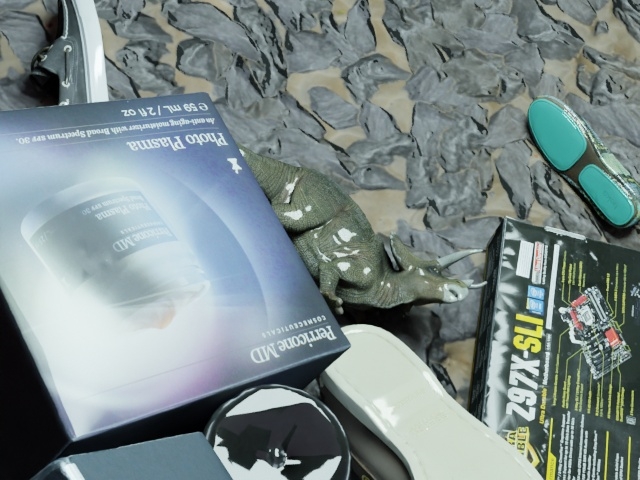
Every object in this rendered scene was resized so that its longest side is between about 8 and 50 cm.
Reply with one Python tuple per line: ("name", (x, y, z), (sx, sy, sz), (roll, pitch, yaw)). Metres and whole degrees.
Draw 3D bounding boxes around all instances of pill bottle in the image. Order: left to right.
("pill bottle", (-0.057, 0.213, 0.932), (0.123, 0.219, 0.122), (7, 62, -12))

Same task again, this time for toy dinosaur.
("toy dinosaur", (0.000, 0.000, 1.137), (0.313, 0.121, 0.160), (40, 49, 12))

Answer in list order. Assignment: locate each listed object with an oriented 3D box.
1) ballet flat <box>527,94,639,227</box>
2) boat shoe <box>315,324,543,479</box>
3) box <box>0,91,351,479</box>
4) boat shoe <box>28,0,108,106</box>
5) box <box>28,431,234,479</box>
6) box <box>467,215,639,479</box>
("ballet flat", (0.315, -0.094, 1.291), (0.070, 0.070, 0.188), (-26, 75, -25))
("boat shoe", (0.103, 0.216, 0.990), (0.117, 0.096, 0.324), (-22, 51, -29))
("box", (-0.181, 0.043, 0.962), (0.296, 0.183, 0.294), (-14, 68, -43))
("boat shoe", (-0.269, -0.168, 1.158), (0.076, 0.080, 0.228), (-4, 72, -19))
("box", (-0.185, 0.361, 0.722), (0.395, 0.212, 0.293), (-38, 76, 11))
("box", (0.285, 0.153, 1.130), (0.257, 0.079, 0.322), (13, 60, -3))
